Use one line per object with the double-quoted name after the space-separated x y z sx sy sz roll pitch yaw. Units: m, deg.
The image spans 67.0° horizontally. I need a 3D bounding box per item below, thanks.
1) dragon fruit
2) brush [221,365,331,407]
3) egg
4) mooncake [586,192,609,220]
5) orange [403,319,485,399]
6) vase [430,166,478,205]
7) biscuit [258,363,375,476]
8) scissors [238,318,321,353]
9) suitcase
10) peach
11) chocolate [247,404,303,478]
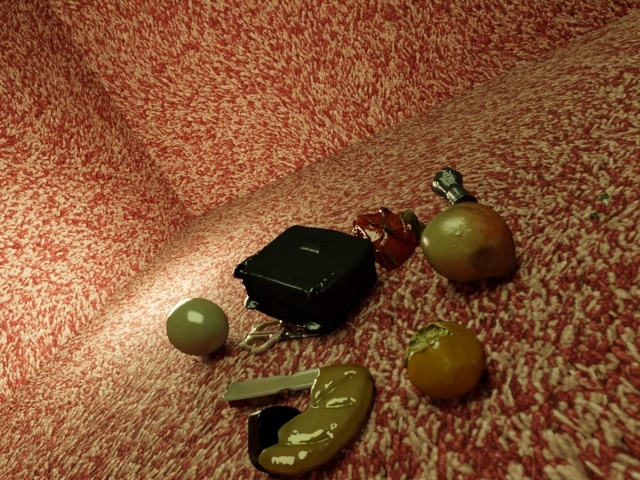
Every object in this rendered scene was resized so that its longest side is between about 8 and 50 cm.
0.219 -0.051 1.590 0.205 0.152 0.317 -31 19 -6 "dragon fruit"
-0.089 0.361 1.181 0.321 0.050 0.060 -16 20 18 "brush"
-0.401 0.286 1.596 0.253 0.189 0.188 10 43 47 "egg"
0.572 -0.063 1.266 0.346 0.057 0.150 -23 32 38 "mooncake"
0.233 0.221 0.919 0.154 0.134 0.155 -20 21 8 "orange"
0.449 -0.155 1.600 0.115 0.115 0.237 -27 24 10 "vase"
0.013 0.355 0.978 0.154 0.045 0.299 4 31 30 "biscuit"
-0.114 0.279 1.444 0.317 0.024 0.160 -12 26 38 "scissors"
-0.033 0.095 1.439 0.345 0.188 0.339 11 40 37 "suitcase"
0.369 0.016 1.182 0.232 0.232 0.232 -27 19 10 "peach"
-0.106 0.407 0.993 0.080 0.125 0.149 -36 15 41 "chocolate"
